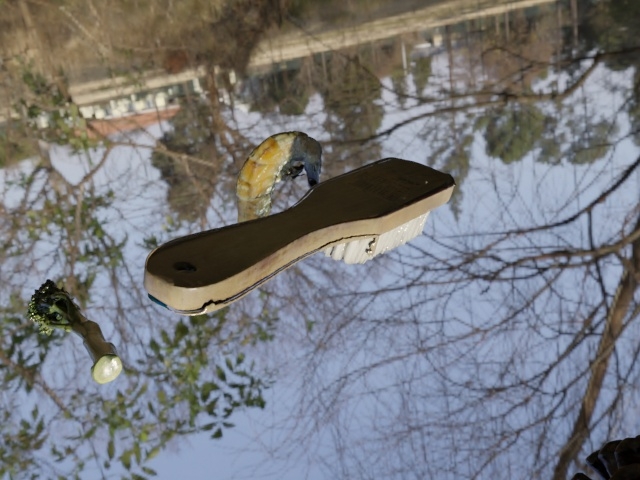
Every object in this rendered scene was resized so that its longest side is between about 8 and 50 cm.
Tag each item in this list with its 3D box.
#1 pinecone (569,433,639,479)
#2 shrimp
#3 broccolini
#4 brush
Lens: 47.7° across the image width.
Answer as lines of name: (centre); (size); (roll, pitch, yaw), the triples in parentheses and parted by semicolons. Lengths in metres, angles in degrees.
pinecone: (0.284, 0.243, 0.581); (0.208, 0.207, 0.208); (-7, -163, 2)
shrimp: (-0.059, -0.070, 1.053); (0.150, 0.217, 0.051); (-25, -124, -34)
broccolini: (-0.356, 0.128, 1.014); (0.074, 0.079, 0.392); (-51, -155, -12)
brush: (0.000, 0.000, 0.535); (0.070, 0.065, 0.327); (29, -150, 26)
